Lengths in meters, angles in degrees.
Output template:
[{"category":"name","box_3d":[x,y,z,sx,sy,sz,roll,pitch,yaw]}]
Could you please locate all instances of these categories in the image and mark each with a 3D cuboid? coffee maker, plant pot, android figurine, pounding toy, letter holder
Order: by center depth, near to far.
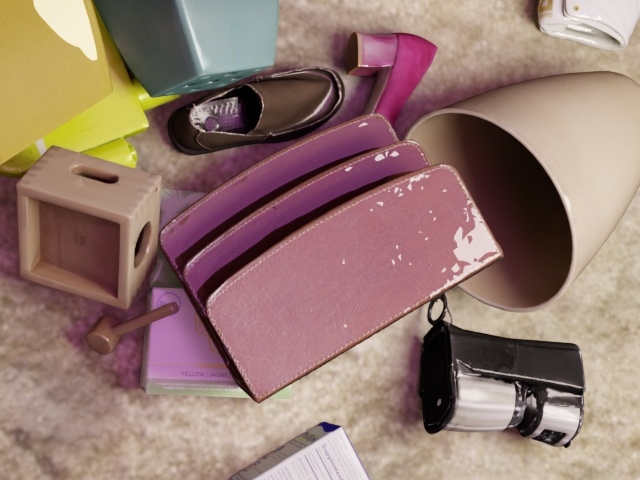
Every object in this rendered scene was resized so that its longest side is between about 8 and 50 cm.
[{"category":"plant pot","box_3d":[-0.330,-0.192,1.085,0.212,0.212,0.187,-36,113,-18]},{"category":"letter holder","box_3d":[0.000,0.000,1.175,0.301,0.152,0.214,-30,95,-10]},{"category":"pounding toy","box_3d":[-0.224,0.021,1.185,0.181,0.206,0.094,16,38,7]},{"category":"plant pot","box_3d":[-0.146,-0.285,1.186,0.165,0.165,0.234,-17,92,-41]},{"category":"android figurine","box_3d":[-0.303,-0.174,1.223,0.272,0.056,0.248,-21,92,-18]},{"category":"plant pot","box_3d":[0.277,-0.092,1.299,0.274,0.256,0.256,-33,95,-32]},{"category":"coffee maker","box_3d":[0.220,0.155,1.313,0.178,0.120,0.171,8,83,-16]}]

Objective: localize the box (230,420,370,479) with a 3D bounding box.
[{"category":"box","box_3d":[-0.013,0.298,1.260,0.137,0.072,0.126,-28,94,-15]}]

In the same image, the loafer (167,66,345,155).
[{"category":"loafer","box_3d":[-0.066,-0.150,1.274,0.220,0.078,0.080,-21,92,-16]}]

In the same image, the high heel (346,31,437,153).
[{"category":"high heel","box_3d":[0.090,-0.133,1.325,0.117,0.082,0.244,2,79,-21]}]

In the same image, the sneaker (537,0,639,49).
[{"category":"sneaker","box_3d":[0.297,-0.358,1.378,0.292,0.108,0.169,29,76,-13]}]

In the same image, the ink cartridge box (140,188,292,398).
[{"category":"ink cartridge box","box_3d":[-0.113,0.061,1.260,0.171,0.056,0.235,4,87,-15]}]
